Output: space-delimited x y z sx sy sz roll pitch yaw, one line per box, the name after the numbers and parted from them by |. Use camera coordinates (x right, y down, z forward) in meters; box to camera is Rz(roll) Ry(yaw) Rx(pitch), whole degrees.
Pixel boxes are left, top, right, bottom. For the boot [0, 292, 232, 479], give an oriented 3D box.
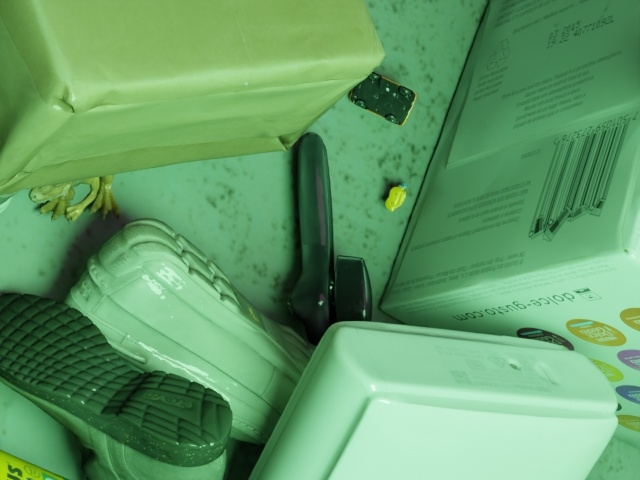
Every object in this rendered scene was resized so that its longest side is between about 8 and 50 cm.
-0.174 0.153 1.225 0.083 0.246 0.161 -41 149 -43 | boot

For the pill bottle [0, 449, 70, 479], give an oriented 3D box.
-0.278 0.192 1.155 0.208 0.117 0.118 29 69 -24 | pill bottle

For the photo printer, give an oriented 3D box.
0.061 0.213 1.277 0.256 0.107 0.308 9 123 -31 | photo printer

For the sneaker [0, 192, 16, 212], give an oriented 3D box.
-0.239 -0.104 1.244 0.063 0.075 0.170 15 75 -28 | sneaker

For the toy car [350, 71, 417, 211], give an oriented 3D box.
0.054 -0.090 1.451 0.040 0.060 0.122 -16 114 -74 | toy car

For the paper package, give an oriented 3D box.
-0.149 -0.219 1.184 0.309 0.168 0.325 -11 73 -41 | paper package

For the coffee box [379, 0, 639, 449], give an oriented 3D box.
0.319 -0.037 1.413 0.334 0.337 0.338 29 68 -24 | coffee box

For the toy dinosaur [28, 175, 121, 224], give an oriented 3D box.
-0.179 -0.075 1.273 0.064 0.112 0.211 12 34 -4 | toy dinosaur

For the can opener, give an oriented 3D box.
0.000 0.000 1.387 0.073 0.059 0.186 -6 75 -5 | can opener

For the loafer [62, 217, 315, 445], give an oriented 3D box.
-0.071 0.112 1.310 0.111 0.112 0.319 -42 114 10 | loafer
